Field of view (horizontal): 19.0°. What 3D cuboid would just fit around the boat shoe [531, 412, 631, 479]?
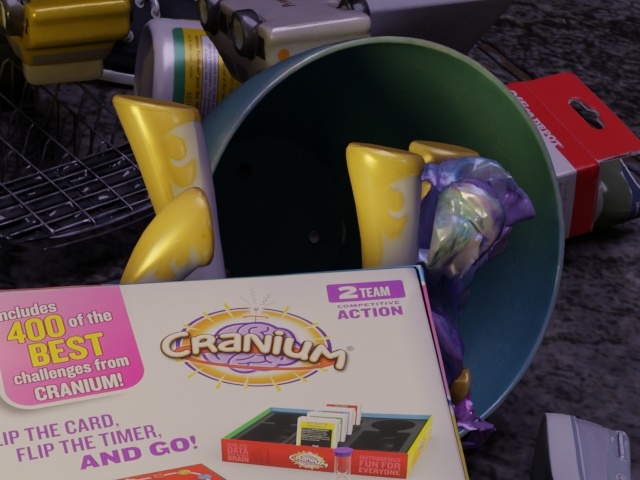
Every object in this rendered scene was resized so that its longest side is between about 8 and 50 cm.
[{"bbox_3d":[0.192,0.194,1.278,0.081,0.079,0.227,6,31,-3],"label":"boat shoe"}]

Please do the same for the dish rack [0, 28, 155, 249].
[{"bbox_3d":[-0.250,-0.072,1.528,0.208,0.074,0.271,-23,50,-39],"label":"dish rack"}]

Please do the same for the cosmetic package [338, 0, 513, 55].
[{"bbox_3d":[0.048,-0.239,1.748,0.184,0.151,0.151,-11,70,-31],"label":"cosmetic package"}]

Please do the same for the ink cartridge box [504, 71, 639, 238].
[{"bbox_3d":[0.137,-0.054,1.583,0.231,0.078,0.134,-16,42,-19],"label":"ink cartridge box"}]

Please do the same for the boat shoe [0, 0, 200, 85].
[{"bbox_3d":[-0.195,-0.201,1.709,0.303,0.091,0.114,-3,37,-22],"label":"boat shoe"}]

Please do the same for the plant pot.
[{"bbox_3d":[0.000,0.000,1.363,0.290,0.290,0.195,-8,9,-27],"label":"plant pot"}]

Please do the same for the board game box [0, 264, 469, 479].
[{"bbox_3d":[-0.048,0.140,0.867,0.242,0.064,0.316,-3,39,-5],"label":"board game box"}]

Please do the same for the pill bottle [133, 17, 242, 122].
[{"bbox_3d":[-0.048,-0.124,1.625,0.208,0.117,0.117,3,35,-15],"label":"pill bottle"}]

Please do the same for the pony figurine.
[{"bbox_3d":[0.007,0.119,1.125,0.351,0.363,0.303,8,8,-17],"label":"pony figurine"}]

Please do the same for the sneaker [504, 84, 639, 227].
[{"bbox_3d":[0.218,-0.072,1.693,0.086,0.064,0.192,1,35,-31],"label":"sneaker"}]

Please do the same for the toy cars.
[{"bbox_3d":[-0.119,-0.157,1.484,0.394,0.087,0.176,8,22,29],"label":"toy cars"}]
